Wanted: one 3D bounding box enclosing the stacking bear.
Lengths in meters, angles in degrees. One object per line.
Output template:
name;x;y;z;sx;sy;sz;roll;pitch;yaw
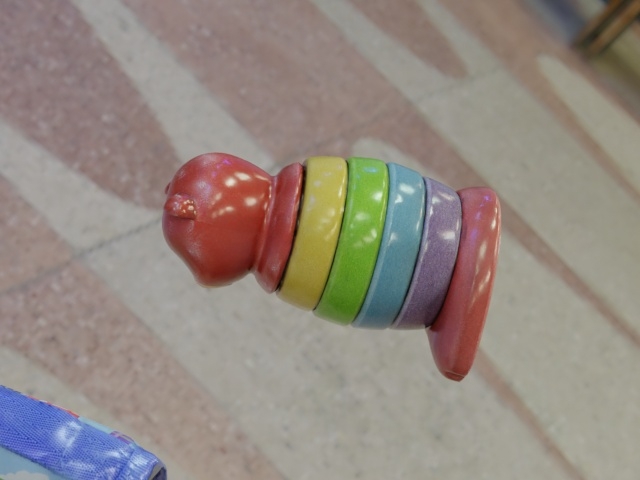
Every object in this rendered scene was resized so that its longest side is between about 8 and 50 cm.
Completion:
stacking bear;0.000;0.000;1.439;0.289;0.164;0.175;12;18;-8

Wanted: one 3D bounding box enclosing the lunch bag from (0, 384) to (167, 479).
lunch bag;-0.188;0.122;0.766;0.221;0.293;0.138;24;51;7
